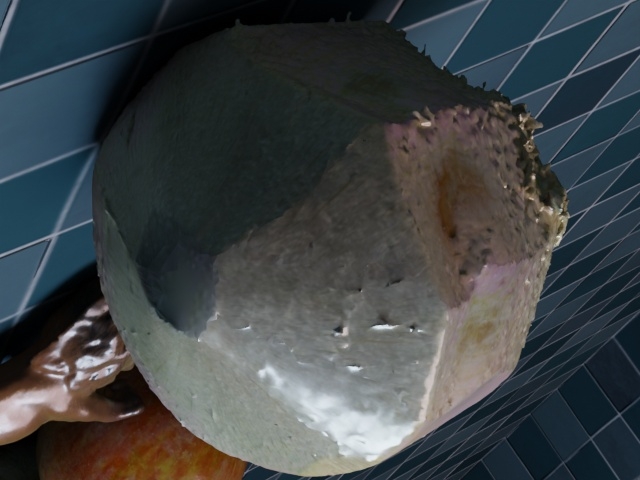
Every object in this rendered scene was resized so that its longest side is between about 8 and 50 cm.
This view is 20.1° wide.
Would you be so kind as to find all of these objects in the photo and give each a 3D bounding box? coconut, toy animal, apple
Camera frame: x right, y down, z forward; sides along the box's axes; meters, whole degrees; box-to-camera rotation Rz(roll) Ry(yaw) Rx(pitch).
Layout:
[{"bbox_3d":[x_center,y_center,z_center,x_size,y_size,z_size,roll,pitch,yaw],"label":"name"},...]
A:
[{"bbox_3d":[0.000,0.000,1.200,0.297,0.297,0.309,-43,168,29],"label":"coconut"},{"bbox_3d":[-0.255,0.124,1.469,0.312,0.097,0.157,-28,152,-14],"label":"toy animal"},{"bbox_3d":[-0.159,0.189,1.657,0.174,0.188,0.188,-49,163,6],"label":"apple"}]

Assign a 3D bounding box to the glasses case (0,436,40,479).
[{"bbox_3d":[-0.275,0.267,1.707,0.098,0.156,0.425,-49,160,22],"label":"glasses case"}]
